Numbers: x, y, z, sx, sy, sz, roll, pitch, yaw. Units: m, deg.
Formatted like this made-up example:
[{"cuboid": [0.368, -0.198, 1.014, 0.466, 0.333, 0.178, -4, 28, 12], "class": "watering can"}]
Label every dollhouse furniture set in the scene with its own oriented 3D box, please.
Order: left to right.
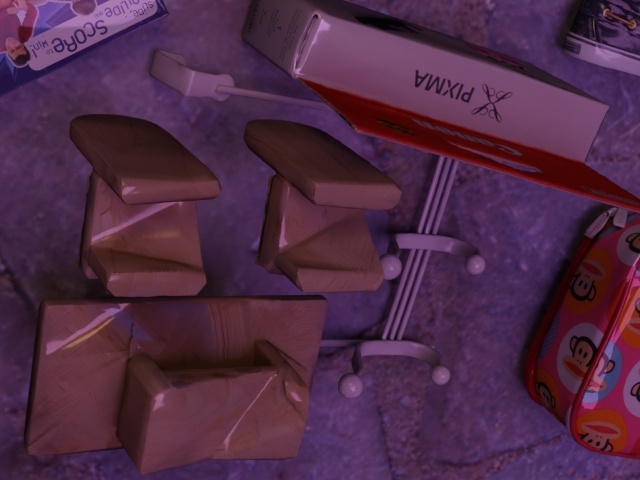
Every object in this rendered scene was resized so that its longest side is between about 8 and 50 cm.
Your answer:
[{"cuboid": [-0.195, 0.081, 0.920, 0.394, 0.256, 0.362, 1, 112, -28], "class": "dollhouse furniture set"}]

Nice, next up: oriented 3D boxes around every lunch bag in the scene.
[{"cuboid": [0.363, 0.086, 1.219, 0.293, 0.120, 0.258, 15, 104, -27], "class": "lunch bag"}]

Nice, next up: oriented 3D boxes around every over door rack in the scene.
[{"cuboid": [0.000, 0.000, 1.039, 0.324, 0.108, 0.239, 9, 107, -25], "class": "over door rack"}]

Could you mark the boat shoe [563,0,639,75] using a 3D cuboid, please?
[{"cuboid": [0.306, -0.182, 1.111, 0.183, 0.065, 0.083, 10, 109, -25], "class": "boat shoe"}]

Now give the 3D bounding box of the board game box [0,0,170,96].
[{"cuboid": [-0.227, -0.181, 0.909, 0.201, 0.035, 0.136, -27, 119, -10], "class": "board game box"}]

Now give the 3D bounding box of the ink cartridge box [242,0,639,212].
[{"cuboid": [0.103, -0.112, 0.957, 0.275, 0.239, 0.060, 13, 106, -27], "class": "ink cartridge box"}]
